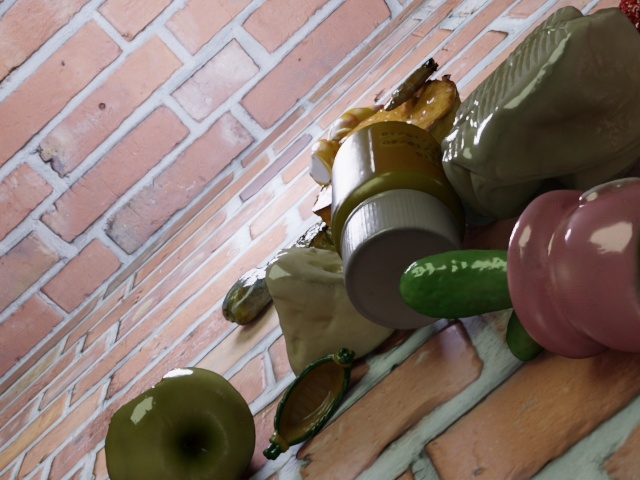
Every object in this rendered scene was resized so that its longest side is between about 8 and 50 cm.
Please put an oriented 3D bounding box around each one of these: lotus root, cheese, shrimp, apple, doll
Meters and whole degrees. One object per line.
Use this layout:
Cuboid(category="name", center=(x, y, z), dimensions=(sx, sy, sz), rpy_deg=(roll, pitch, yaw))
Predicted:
Cuboid(category="lotus root", center=(-0.003, 0.001, 1.900), dimensions=(0.204, 0.078, 0.183), rpy_deg=(-20, 31, 47))
Cuboid(category="cheese", center=(0.040, 0.139, 1.437), dimensions=(0.248, 0.251, 0.173), rpy_deg=(-1, 18, 11))
Cuboid(category="shrimp", center=(0.212, -0.360, 1.831), dimensions=(0.180, 0.041, 0.099), rpy_deg=(-46, 3, -14))
Cuboid(category="lotus root", center=(-0.164, 0.127, 1.947), dimensions=(0.113, 0.088, 0.192), rpy_deg=(16, 60, 50))
Cuboid(category="apple", center=(-0.249, 0.355, 1.407), dimensions=(0.279, 0.279, 0.279), rpy_deg=(-38, 20, 17))
Cuboid(category="doll", center=(0.075, -0.253, 2.150), dimensions=(0.269, 0.162, 0.166), rpy_deg=(-62, -6, -28))

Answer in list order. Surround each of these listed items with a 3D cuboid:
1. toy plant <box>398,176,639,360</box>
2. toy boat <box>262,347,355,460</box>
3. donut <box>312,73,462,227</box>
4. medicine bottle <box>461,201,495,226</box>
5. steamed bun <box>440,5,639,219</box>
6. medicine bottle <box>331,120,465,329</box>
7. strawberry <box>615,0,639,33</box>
Cuboid(category="toy plant", center=(0.321, 0.039, 1.005), dimensions=(0.317, 0.210, 0.356), rpy_deg=(-16, -2, -33))
Cuboid(category="toy boat", center=(-0.018, 0.273, 1.335), dimensions=(0.229, 0.089, 0.088), rpy_deg=(-53, -1, -2))
Cuboid(category="donut", center=(0.185, -0.177, 1.769), dimensions=(0.378, 0.163, 0.435), rpy_deg=(-28, 23, 36))
Cuboid(category="medicine bottle", center=(0.284, -0.105, 1.511), dimensions=(0.090, 0.090, 0.216), rpy_deg=(-40, 19, 13))
Cuboid(category="steamed bun", center=(0.377, -0.183, 1.238), dimensions=(0.367, 0.255, 0.342), rpy_deg=(-49, 7, 37))
Cuboid(category="medicine bottle", center=(0.129, -0.036, 1.327), dimensions=(0.224, 0.224, 0.384), rpy_deg=(-37, 22, 19))
Cuboid(category="strawberry", center=(0.645, -0.461, 1.507), dimensions=(0.174, 0.098, 0.228), rpy_deg=(-18, 32, 50))
